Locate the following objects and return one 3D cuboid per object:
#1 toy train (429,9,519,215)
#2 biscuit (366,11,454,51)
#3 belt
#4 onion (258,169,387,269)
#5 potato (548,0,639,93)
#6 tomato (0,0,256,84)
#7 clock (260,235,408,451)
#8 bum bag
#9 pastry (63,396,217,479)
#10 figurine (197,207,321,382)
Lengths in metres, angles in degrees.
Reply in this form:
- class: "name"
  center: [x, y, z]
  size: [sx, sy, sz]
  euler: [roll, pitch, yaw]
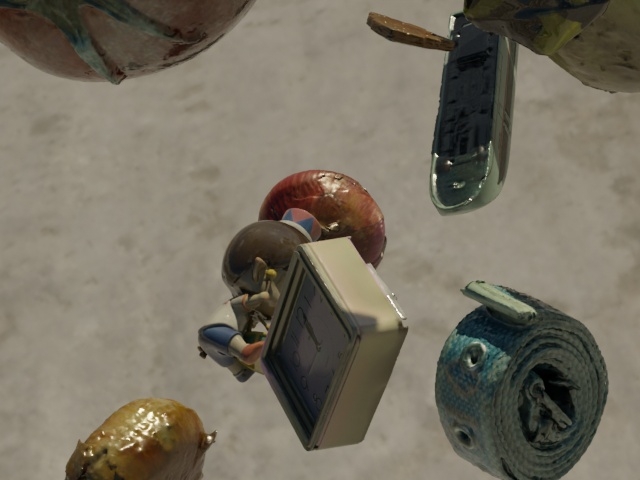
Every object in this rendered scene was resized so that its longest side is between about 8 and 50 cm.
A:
- class: "toy train"
  center: [0.205, -0.157, 1.756]
  size: [0.086, 0.088, 0.407]
  euler: [-13, 41, 25]
- class: "biscuit"
  center: [0.103, -0.258, 1.682]
  size: [0.119, 0.019, 0.130]
  euler: [23, 16, 16]
- class: "belt"
  center: [0.163, 0.120, 1.068]
  size: [0.082, 0.163, 0.147]
  euler: [23, 95, 45]
- class: "onion"
  center: [0.000, 0.000, 2.287]
  size: [0.230, 0.230, 0.163]
  euler: [-17, 31, 12]
- class: "potato"
  center: [0.283, -0.215, 1.065]
  size: [0.210, 0.173, 0.307]
  euler: [-29, -2, -28]
- class: "tomato"
  center: [-0.190, -0.291, 1.148]
  size: [0.317, 0.316, 0.282]
  euler: [-5, 39, 28]
- class: "clock"
  center: [0.009, 0.110, 1.431]
  size: [0.071, 0.192, 0.147]
  euler: [-7, 46, -28]
- class: "bum bag"
  center: [0.131, -0.237, 0.903]
  size: [0.107, 0.232, 0.060]
  euler: [-9, -3, 30]
- class: "pastry"
  center: [-0.223, 0.289, 1.606]
  size: [0.100, 0.229, 0.218]
  euler: [28, 83, 20]
- class: "figurine"
  center: [-0.077, 0.071, 1.996]
  size: [0.158, 0.161, 0.275]
  euler: [20, 71, -6]
